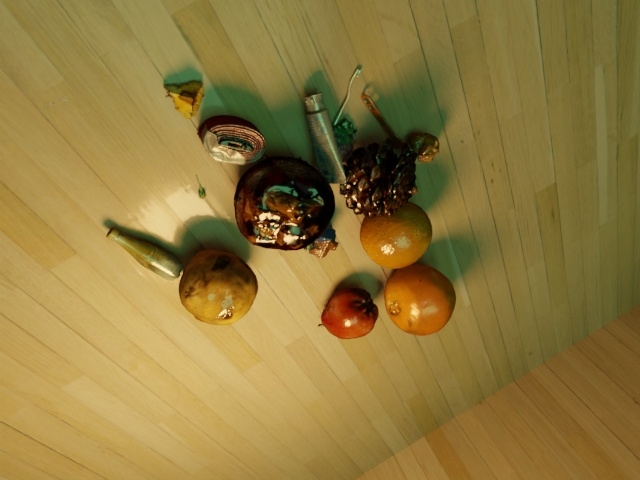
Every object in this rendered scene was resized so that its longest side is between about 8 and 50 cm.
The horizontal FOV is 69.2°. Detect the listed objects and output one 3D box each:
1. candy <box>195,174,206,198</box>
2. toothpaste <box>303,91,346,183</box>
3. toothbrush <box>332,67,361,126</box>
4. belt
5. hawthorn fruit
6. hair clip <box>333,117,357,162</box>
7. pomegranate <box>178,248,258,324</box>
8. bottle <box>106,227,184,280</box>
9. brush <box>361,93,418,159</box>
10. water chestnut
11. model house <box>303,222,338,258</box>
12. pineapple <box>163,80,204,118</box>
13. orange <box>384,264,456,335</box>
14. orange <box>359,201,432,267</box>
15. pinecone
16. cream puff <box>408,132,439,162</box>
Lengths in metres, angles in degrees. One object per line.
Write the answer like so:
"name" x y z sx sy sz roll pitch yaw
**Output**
"candy" -0.399 -0.176 1.530 0.023 0.025 0.083 -35 124 -34
"toothpaste" 0.011 -0.328 1.521 0.073 0.114 0.299 -35 119 -43
"toothbrush" 0.083 -0.472 1.539 0.022 0.017 0.204 21 112 -12
"belt" -0.270 -0.308 1.430 0.201 0.124 0.127 4 118 -26
"hawthorn fruit" 0.105 0.314 1.956 0.261 0.224 0.224 -30 132 28
"hair clip" 0.062 -0.327 1.612 0.124 0.052 0.195 3 115 -46
"pomegranate" -0.357 0.164 1.618 0.282 0.281 0.281 -11 125 -16
"bottle" -0.588 0.043 1.554 0.083 0.083 0.270 -46 122 10
"brush" 0.236 -0.391 1.621 0.314 0.090 0.017 45 71 -31
"water chestnut" -0.110 -0.110 1.498 0.336 0.347 0.334 -6 114 -14
"model house" 0.000 0.000 1.729 0.120 0.148 0.148 13 113 -28
"pineapple" -0.400 -0.416 1.341 0.114 0.077 0.114 17 110 -16
"orange" 0.421 0.251 1.977 0.312 0.312 0.311 -11 125 -16
"orange" 0.286 -0.027 1.761 0.275 0.274 0.274 -11 125 -16
"pinecone" 0.199 -0.214 1.593 0.298 0.296 0.242 -50 120 -31
"cream puff" 0.371 -0.338 1.685 0.094 0.116 0.122 -28 102 -27
